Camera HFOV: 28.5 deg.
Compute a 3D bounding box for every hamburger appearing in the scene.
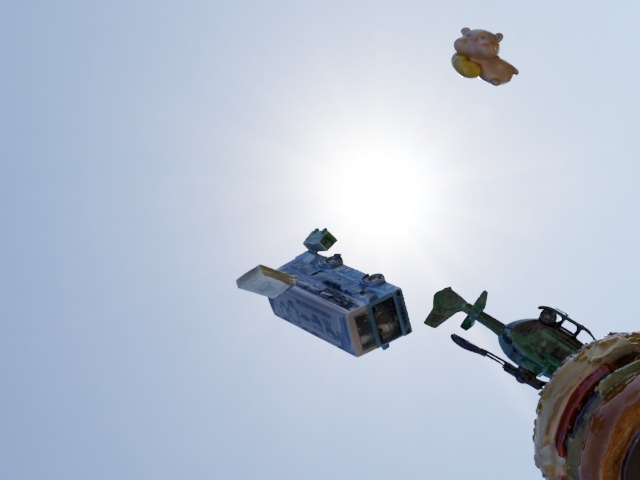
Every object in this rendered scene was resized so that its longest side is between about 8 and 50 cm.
[{"bbox_3d":[0.526,0.322,2.091,0.330,0.250,0.330,-8,-72,-24],"label":"hamburger"}]

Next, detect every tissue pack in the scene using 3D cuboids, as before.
[{"bbox_3d":[-0.091,0.070,2.115,0.108,0.056,0.023,20,-138,-56],"label":"tissue pack"}]

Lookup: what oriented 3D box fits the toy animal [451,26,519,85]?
[{"bbox_3d":[0.263,-0.301,2.038,0.091,0.114,0.082,-25,-40,-55],"label":"toy animal"}]

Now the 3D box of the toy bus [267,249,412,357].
[{"bbox_3d":[0.027,0.107,2.234,0.131,0.297,0.106,-27,-64,-24],"label":"toy bus"}]

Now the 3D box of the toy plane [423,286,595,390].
[{"bbox_3d":[0.387,0.195,2.416,0.382,0.106,0.155,33,-116,7],"label":"toy plane"}]

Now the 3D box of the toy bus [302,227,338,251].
[{"bbox_3d":[0.000,0.000,2.223,0.031,0.083,0.037,46,-104,-15],"label":"toy bus"}]
